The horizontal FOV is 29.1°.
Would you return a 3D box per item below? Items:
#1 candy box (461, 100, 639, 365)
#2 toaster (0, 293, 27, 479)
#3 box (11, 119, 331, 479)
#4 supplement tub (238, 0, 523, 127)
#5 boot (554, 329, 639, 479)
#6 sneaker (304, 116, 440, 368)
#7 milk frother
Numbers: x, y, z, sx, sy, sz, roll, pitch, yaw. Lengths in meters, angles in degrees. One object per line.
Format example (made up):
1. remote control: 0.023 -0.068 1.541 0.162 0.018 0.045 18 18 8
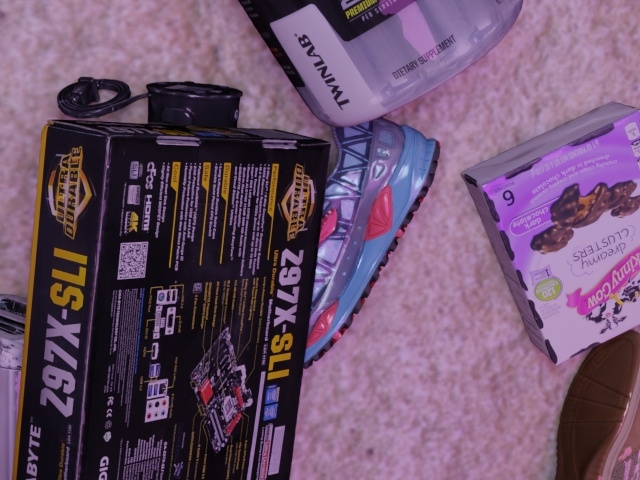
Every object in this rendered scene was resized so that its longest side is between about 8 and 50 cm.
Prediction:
1. candy box: 0.250 -0.007 1.165 0.165 0.070 0.196 -26 107 -3
2. toaster: -0.268 0.133 1.057 0.129 0.227 0.146 -6 105 -47
3. box: -0.114 0.070 0.986 0.257 0.079 0.322 -5 105 -53
4. supplement tub: -0.001 -0.278 0.981 0.207 0.207 0.338 -35 108 0
5. boot: 0.341 0.231 1.232 0.203 0.095 0.262 14 85 -23
6. sneaker: 0.000 0.000 1.125 0.125 0.104 0.261 30 93 2
7. milk frother: -0.151 -0.071 1.076 0.143 0.129 0.134 13 105 31
